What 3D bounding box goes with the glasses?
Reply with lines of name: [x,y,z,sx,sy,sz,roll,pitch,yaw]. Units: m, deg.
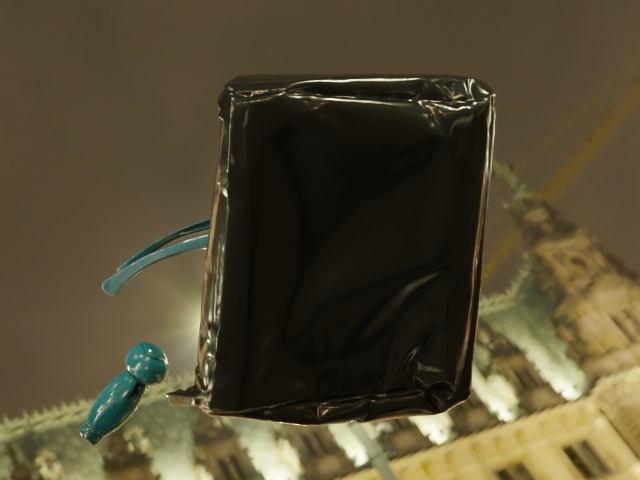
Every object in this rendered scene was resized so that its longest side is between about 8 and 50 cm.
glasses: [-0.111,0.014,1.243,0.221,0.088,0.189,-31,9,0]

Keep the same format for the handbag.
handbag: [0.000,-0.001,1.010,0.275,0.178,0.301,-1,-75,-19]

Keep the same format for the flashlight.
flashlight: [-0.216,0.166,1.276,0.129,0.051,0.051,-48,-35,4]
